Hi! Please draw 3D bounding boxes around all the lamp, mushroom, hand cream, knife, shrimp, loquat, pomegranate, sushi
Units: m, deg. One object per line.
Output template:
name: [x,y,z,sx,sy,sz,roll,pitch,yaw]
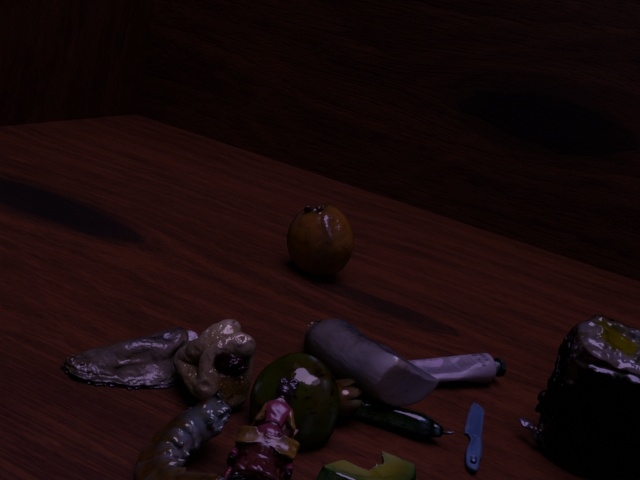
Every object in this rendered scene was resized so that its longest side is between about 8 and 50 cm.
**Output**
lamp: [-0.095,0.364,1.327,0.118,0.118,0.253,15,33,2]
mushroom: [0.075,0.267,1.720,0.177,0.126,0.397,26,-2,-43]
hand cream: [0.320,0.334,1.877,0.336,0.076,0.121,0,17,-19]
knife: [0.347,0.438,1.650,0.044,0.019,0.313,15,16,12]
shrimp: [-0.232,0.366,1.247,0.185,0.068,0.287,-25,13,-6]
loquat: [0.000,0.000,2.351,0.193,0.238,0.238,-13,31,-40]
pomegranate: [-0.021,0.321,1.497,0.241,0.159,0.190,15,20,-5]
sushi: [0.651,0.359,1.659,0.281,0.294,0.299,29,24,29]

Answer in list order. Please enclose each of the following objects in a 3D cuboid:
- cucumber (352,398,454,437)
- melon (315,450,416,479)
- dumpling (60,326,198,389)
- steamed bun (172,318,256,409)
cucumber: [0.168,0.390,1.597,0.250,0.056,0.056,15,18,10]
melon: [0.097,0.450,1.359,0.209,0.064,0.118,0,18,-43]
dumpling: [-0.374,0.246,1.582,0.332,0.086,0.166,-11,28,-44]
steamed bun: [-0.205,0.247,1.536,0.141,0.155,0.172,24,13,-41]
